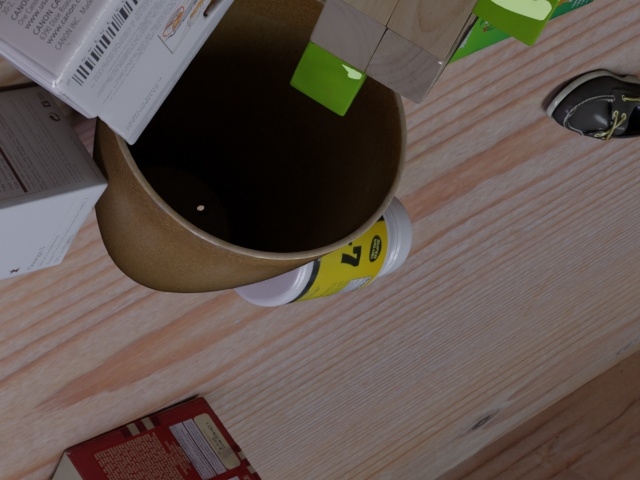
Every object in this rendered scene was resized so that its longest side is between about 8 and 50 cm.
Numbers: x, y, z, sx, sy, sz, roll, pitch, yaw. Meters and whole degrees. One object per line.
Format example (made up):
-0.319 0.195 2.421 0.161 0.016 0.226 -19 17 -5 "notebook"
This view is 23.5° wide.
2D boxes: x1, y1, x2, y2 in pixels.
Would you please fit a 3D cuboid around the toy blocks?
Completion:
0.129 -0.286 1.098 0.261 0.191 0.381 -56 176 -43 "toy blocks"

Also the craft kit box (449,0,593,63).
0.200 -0.284 1.429 0.247 0.061 0.250 -23 156 -28 "craft kit box"

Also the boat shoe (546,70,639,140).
0.366 -0.165 1.946 0.228 0.068 0.081 -10 147 -52 "boat shoe"

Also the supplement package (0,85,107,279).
-0.267 -0.032 1.123 0.179 0.105 0.105 -17 154 -43 "supplement package"

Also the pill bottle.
0.000 0.000 1.626 0.208 0.119 0.119 -9 147 -53 "pill bottle"

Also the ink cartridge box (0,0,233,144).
-0.082 -0.211 0.964 0.296 0.066 0.261 -56 177 -2 "ink cartridge box"

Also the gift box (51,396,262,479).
-0.196 0.386 1.967 0.276 0.255 0.258 -12 148 -37 "gift box"

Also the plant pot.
-0.088 -0.052 1.247 0.237 0.237 0.254 -25 170 -29 "plant pot"
